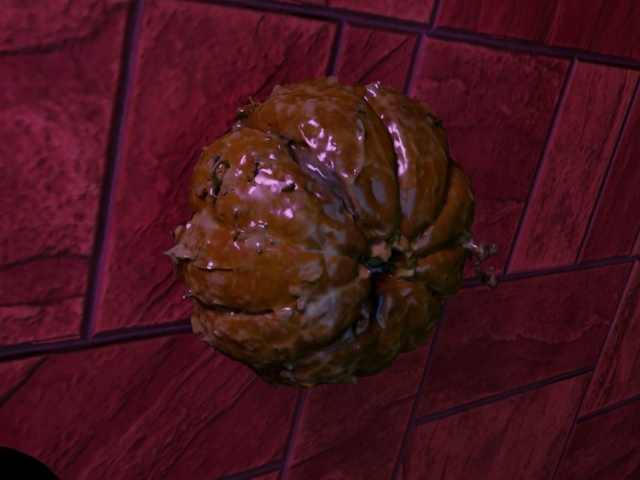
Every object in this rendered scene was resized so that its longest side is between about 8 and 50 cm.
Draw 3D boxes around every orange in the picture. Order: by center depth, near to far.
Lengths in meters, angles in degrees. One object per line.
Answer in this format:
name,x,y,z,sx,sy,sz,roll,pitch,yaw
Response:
orange,0.000,0.000,0.816,0.301,0.223,0.300,-43,121,-17

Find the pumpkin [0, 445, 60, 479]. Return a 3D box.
pumpkin,-0.315,0.277,0.713,0.233,0.163,0.233,-20,132,-24
